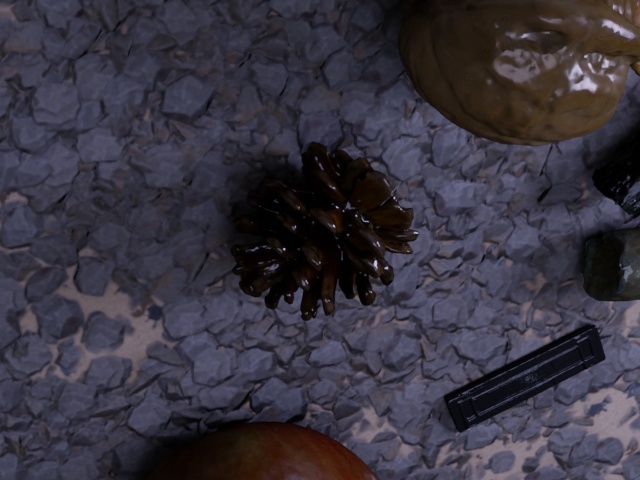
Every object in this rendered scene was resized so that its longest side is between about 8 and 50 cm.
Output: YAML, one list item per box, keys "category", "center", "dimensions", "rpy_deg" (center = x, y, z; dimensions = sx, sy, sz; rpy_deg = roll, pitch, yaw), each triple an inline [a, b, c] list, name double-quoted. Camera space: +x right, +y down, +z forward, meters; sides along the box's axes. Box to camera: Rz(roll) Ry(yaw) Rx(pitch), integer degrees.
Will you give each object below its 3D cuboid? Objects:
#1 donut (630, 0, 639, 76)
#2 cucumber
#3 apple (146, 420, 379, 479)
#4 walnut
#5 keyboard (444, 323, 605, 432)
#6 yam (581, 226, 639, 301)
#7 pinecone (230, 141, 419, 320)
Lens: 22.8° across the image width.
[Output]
- category: "donut"
  center: [0.376, -0.252, 1.663]
  dimensions: [0.178, 0.065, 0.162]
  rpy_deg: [-24, 129, -21]
- category: "cucumber"
  center: [0.428, -0.153, 1.752]
  dimensions: [0.081, 0.072, 0.303]
  rpy_deg: [34, 104, -33]
- category: "apple"
  center: [-0.054, 0.356, 1.775]
  dimensions: [0.301, 0.301, 0.301]
  rpy_deg: [-10, 124, -15]
- category: "walnut"
  center: [0.204, -0.206, 1.547]
  dimensions: [0.257, 0.257, 0.224]
  rpy_deg: [9, 85, -25]
- category: "keyboard"
  center: [0.250, 0.168, 1.927]
  dimensions: [0.204, 0.013, 0.061]
  rpy_deg: [-26, 127, -4]
- category: "yam"
  center: [0.435, 0.020, 1.856]
  dimensions: [0.259, 0.093, 0.093]
  rpy_deg: [-5, 123, -18]
- category: "pinecone"
  center: [0.000, -0.003, 1.641]
  dimensions: [0.195, 0.150, 0.179]
  rpy_deg: [-26, 133, 0]
